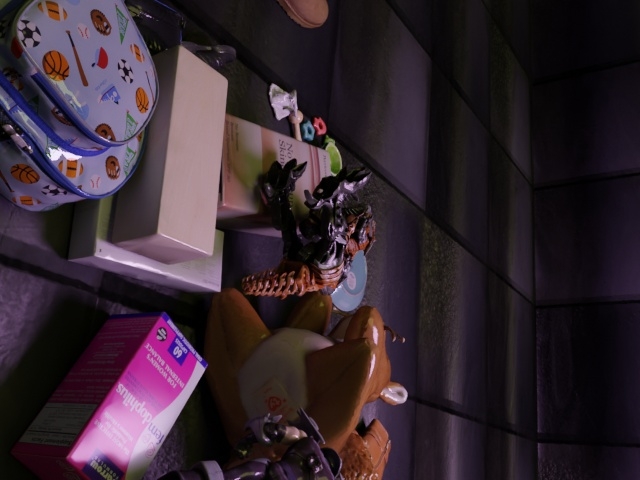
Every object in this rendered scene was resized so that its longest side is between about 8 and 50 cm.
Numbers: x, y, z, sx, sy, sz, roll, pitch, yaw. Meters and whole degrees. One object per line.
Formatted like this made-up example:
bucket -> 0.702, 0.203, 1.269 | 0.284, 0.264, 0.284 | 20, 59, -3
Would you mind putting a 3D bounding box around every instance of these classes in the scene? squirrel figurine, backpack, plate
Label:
squirrel figurine -> -0.003, 0.281, 1.164 | 0.370, 0.281, 0.397 | 10, 89, -67
backpack -> -0.310, -0.174, 0.786 | 0.276, 0.213, 0.263 | -68, 148, -42
backpack -> -0.263, -0.294, 0.979 | 0.114, 0.084, 0.105 | 21, 69, -58
plate -> 0.060, 0.057, 1.465 | 0.188, 0.024, 0.188 | 19, 68, -56

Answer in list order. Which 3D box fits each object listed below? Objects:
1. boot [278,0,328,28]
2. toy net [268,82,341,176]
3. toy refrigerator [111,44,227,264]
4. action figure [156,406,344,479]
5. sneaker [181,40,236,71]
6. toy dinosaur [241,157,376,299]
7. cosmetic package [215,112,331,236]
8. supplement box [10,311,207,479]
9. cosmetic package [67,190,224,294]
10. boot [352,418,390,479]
boot -> 0.037, -0.513, 1.316 | 0.236, 0.269, 0.089 | 17, 70, -55
toy net -> -0.022, -0.236, 1.378 | 0.232, 0.045, 0.122 | 53, 43, -37
toy refrigerator -> -0.202, -0.112, 0.924 | 0.102, 0.094, 0.269 | 28, 58, -52
action figure -> -0.065, 0.301, 0.847 | 0.285, 0.099, 0.185 | 7, 34, -50
sneaker -> -0.198, -0.273, 1.111 | 0.170, 0.051, 0.089 | -13, 94, -53
toy dinosaur -> 0.000, 0.000, 1.046 | 0.322, 0.164, 0.218 | -63, 152, -63
cosmetic package -> -0.112, -0.098, 1.133 | 0.296, 0.129, 0.153 | 7, 77, -57
supplement box -> -0.257, 0.207, 0.862 | 0.111, 0.114, 0.220 | 59, 41, -32
cosmetic package -> -0.240, 0.007, 0.975 | 0.239, 0.060, 0.099 | 25, 59, -53
boot -> 0.088, 0.416, 1.396 | 0.152, 0.073, 0.197 | -49, 136, -48
